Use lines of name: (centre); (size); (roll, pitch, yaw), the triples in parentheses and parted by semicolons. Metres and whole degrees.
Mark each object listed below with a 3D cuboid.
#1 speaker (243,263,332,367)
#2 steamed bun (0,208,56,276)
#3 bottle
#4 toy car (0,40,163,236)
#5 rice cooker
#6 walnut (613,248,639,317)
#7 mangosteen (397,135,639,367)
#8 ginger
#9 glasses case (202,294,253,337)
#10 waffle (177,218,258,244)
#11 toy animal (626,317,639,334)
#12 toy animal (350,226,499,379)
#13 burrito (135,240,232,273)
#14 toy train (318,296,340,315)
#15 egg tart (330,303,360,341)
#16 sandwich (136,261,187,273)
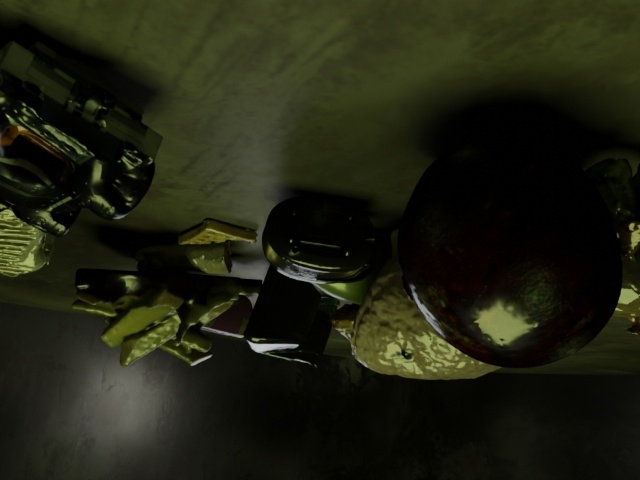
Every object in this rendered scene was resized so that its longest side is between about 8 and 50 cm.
speaker: (-0.055, 0.183, 1.328); (0.184, 0.180, 0.388); (19, 165, 1)
steamed bun: (-0.479, -0.045, 0.818); (0.211, 0.144, 0.218); (3, 136, -15)
bottle: (0.051, 0.044, 0.954); (0.260, 0.112, 0.112); (17, 161, -32)
toy car: (-0.309, -0.096, 0.601); (0.301, 0.118, 0.193); (-8, 150, 44)
rice cooker: (0.000, 0.000, 0.821); (0.165, 0.112, 0.106); (6, 159, -1)
walnut: (0.380, 0.027, 0.722); (0.162, 0.140, 0.140); (-15, 158, 18)
mangosteen: (0.216, -0.010, 0.566); (0.289, 0.231, 0.231); (-29, 155, 11)
ginger: (-0.319, 0.172, 1.234); (0.358, 0.211, 0.413); (-1, 173, 10)
glasses case: (-0.288, 0.185, 1.582); (0.076, 0.123, 0.316); (-4, 161, 30)
waffle: (-0.189, -0.004, 1.050); (0.097, 0.023, 0.153); (17, 160, -31)
toy animal: (0.477, 0.085, 0.994); (0.255, 0.116, 0.114); (12, -172, -38)
toy animal: (0.218, 0.093, 0.871); (0.358, 0.188, 0.226); (-15, 126, -6)
burrito: (-0.258, 0.031, 1.134); (0.226, 0.060, 0.087); (-1, 158, 25)
toy train: (0.007, 0.178, 1.553); (0.093, 0.056, 0.038); (0, 159, 12)
egg tart: (0.193, 0.213, 1.390); (0.339, 0.153, 0.351); (-5, 172, 44)
sandwich: (-0.379, 0.064, 1.359); (0.135, 0.029, 0.067); (-3, 161, 24)
